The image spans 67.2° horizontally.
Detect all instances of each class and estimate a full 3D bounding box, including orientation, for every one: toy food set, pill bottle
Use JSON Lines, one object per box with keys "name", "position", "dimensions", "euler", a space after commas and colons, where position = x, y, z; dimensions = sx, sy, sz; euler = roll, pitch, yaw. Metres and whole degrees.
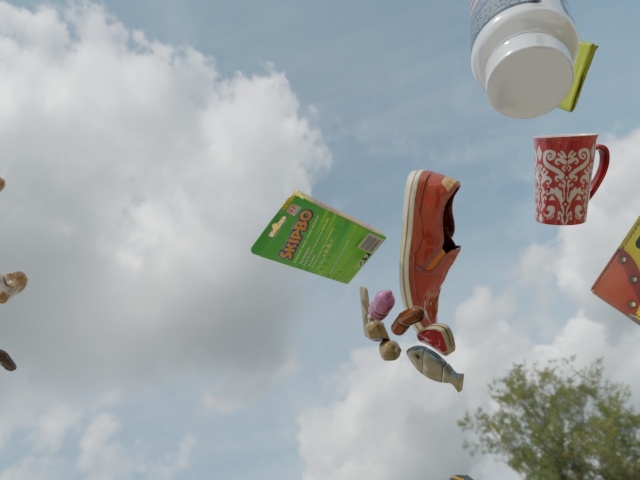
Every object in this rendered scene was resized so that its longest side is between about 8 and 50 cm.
{"name": "toy food set", "position": [0.073, 0.083, 0.434], "dimensions": [0.019, 0.122, 0.078], "euler": [-18, -70, -34]}
{"name": "pill bottle", "position": [0.221, -0.219, 0.531], "dimensions": [0.108, 0.180, 0.108], "euler": [8, -41, 7]}

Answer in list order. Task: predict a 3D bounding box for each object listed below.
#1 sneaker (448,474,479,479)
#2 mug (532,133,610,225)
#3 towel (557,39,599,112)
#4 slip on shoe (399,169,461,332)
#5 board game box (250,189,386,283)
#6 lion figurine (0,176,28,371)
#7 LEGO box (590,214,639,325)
{"name": "sneaker", "position": [0.153, 0.265, 0.463], "dimensions": [0.072, 0.077, 0.178], "euler": [-7, -29, -39]}
{"name": "mug", "position": [0.490, -0.120, 0.935], "dimensions": [0.150, 0.113, 0.169], "euler": [0, -77, 13]}
{"name": "towel", "position": [0.354, -0.295, 0.806], "dimensions": [0.021, 0.237, 0.102], "euler": [-6, -59, -17]}
{"name": "slip on shoe", "position": [0.216, 0.031, 0.926], "dimensions": [0.123, 0.101, 0.331], "euler": [-25, -61, -59]}
{"name": "board game box", "position": [0.000, 0.000, 0.852], "dimensions": [0.259, 0.039, 0.124], "euler": [20, -66, -47]}
{"name": "lion figurine", "position": [-0.472, -0.028, 0.606], "dimensions": [0.142, 0.392, 0.240], "euler": [-22, -10, -25]}
{"name": "LEGO box", "position": [0.527, -0.053, 0.349], "dimensions": [0.193, 0.372, 0.500], "euler": [14, -68, -25]}
